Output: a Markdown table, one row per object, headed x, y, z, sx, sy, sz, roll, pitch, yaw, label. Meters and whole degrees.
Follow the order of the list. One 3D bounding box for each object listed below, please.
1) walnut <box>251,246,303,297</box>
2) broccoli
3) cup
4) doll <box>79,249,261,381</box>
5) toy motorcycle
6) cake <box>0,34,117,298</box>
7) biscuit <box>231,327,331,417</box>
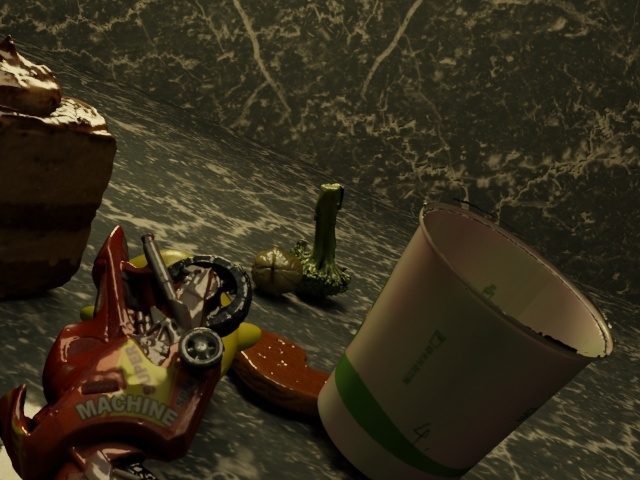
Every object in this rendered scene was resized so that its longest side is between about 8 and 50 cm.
| x | y | z | sx | sy | sz | roll | pitch | yaw | label |
| --- | --- | --- | --- | --- | --- | --- | --- | --- | --- |
| -0.070 | 0.051 | 1.521 | 0.092 | 0.092 | 0.092 | 22 | 12 | -5 | walnut |
| 0.002 | 0.001 | 1.586 | 0.118 | 0.204 | 0.122 | 10 | 21 | 5 | broccoli |
| 0.147 | 0.132 | 1.054 | 0.253 | 0.274 | 0.253 | 29 | 23 | -13 | cup |
| -0.159 | 0.098 | 1.011 | 0.199 | 0.145 | 0.363 | 7 | 18 | -7 | doll |
| -0.166 | 0.116 | 0.792 | 0.171 | 0.089 | 0.298 | 12 | 51 | 10 | toy motorcycle |
| -0.373 | -0.096 | 1.091 | 0.196 | 0.293 | 0.198 | 31 | 18 | 28 | cake |
| -0.035 | 0.168 | 1.188 | 0.186 | 0.036 | 0.192 | 18 | 14 | -34 | biscuit |
